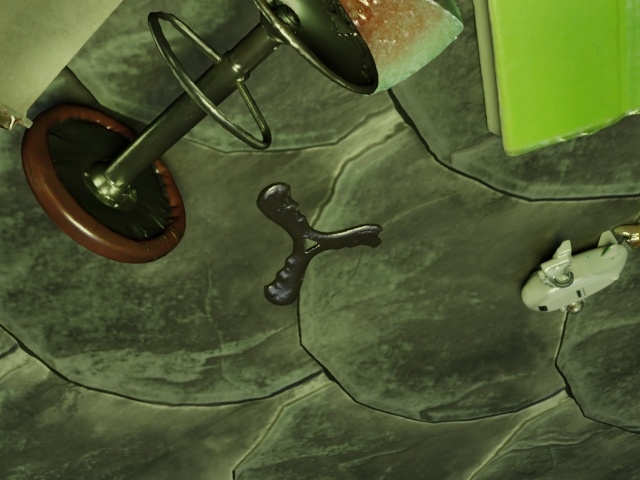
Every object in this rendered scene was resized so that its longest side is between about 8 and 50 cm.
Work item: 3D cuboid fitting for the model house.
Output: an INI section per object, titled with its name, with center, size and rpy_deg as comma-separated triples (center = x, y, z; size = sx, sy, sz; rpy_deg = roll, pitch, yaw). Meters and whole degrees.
[model house]
center = -0.300, -0.272, 0.766
size = 0.169, 0.244, 0.326
rpy_deg = 45, 73, -33

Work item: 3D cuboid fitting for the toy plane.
[toy plane]
center = 0.390, 0.052, 1.187
size = 0.174, 0.080, 0.174
rpy_deg = -14, 143, -11

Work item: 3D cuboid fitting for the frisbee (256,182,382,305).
[frisbee]
center = 0.000, 0.000, 1.116
size = 0.187, 0.012, 0.211
rpy_deg = -10, 124, -5

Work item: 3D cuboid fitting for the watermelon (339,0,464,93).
[watermelon]
center = 0.030, -0.289, 0.893
size = 0.241, 0.094, 0.154
rpy_deg = 35, 121, -27

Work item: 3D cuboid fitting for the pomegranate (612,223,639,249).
[pomegranate]
center = 0.529, -0.013, 1.162
size = 0.161, 0.122, 0.122
rpy_deg = -5, 136, 40

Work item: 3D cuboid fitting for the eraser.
[eraser]
center = 0.300, -0.264, 0.949
size = 0.210, 0.092, 0.274
rpy_deg = -18, 124, 1

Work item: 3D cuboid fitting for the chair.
[chair]
center = -0.156, -0.128, 0.835
size = 0.401, 0.226, 0.226
rpy_deg = -36, 123, 26
